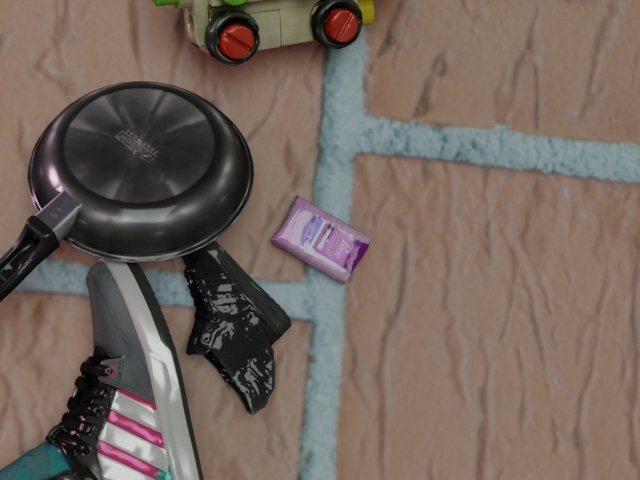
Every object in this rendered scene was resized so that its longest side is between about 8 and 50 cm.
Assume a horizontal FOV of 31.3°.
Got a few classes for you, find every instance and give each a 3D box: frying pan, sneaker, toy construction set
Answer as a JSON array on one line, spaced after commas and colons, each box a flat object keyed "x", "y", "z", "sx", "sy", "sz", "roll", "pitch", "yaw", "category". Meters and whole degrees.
[{"x": -0.213, "y": -0.048, "z": 0.976, "sx": 0.326, "sy": 0.053, "sz": 0.197, "roll": -19, "pitch": 59, "yaw": -19, "category": "frying pan"}, {"x": -0.205, "y": 0.167, "z": 0.956, "sx": 0.178, "sy": 0.124, "sz": 0.296, "roll": -12, "pitch": 85, "yaw": -21, "category": "sneaker"}, {"x": -0.093, "y": 0.068, "z": 1.021, "sx": 0.170, "sy": 0.051, "sz": 0.089, "roll": 44, "pitch": 73, "yaw": -5, "category": "sneaker"}, {"x": -0.042, "y": -0.279, "z": 1.017, "sx": 0.327, "sy": 0.151, "sz": 0.215, "roll": -6, "pitch": 114, "yaw": -9, "category": "toy construction set"}]

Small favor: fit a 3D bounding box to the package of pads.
[{"x": 0.000, "y": 0.000, "z": 1.058, "sx": 0.083, "sy": 0.032, "sz": 0.050, "roll": 31, "pitch": 81, "yaw": -5, "category": "package of pads"}]
